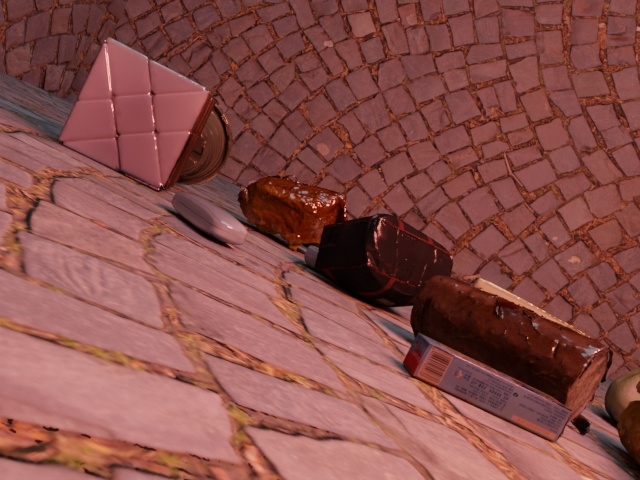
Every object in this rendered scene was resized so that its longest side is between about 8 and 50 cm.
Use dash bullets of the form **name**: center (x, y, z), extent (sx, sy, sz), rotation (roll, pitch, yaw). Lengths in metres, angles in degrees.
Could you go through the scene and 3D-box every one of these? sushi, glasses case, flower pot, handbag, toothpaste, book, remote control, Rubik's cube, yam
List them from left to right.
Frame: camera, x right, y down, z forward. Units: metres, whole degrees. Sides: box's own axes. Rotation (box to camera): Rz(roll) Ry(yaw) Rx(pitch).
- **Rubik's cube**: center (-0.364, -0.248, 1.352), extent (0.231, 0.221, 0.224), rotation (26, 3, -9)
- **flower pot**: center (-0.326, -0.233, 1.551), extent (0.235, 0.235, 0.140), rotation (26, 14, -8)
- **glasses case**: center (-0.177, -0.036, 1.049), extent (0.067, 0.045, 0.178), rotation (25, 3, -41)
- **sushi**: center (-0.056, -0.053, 1.508), extent (0.296, 0.179, 0.167), rotation (12, 26, 4)
- **remote control**: center (0.065, 0.068, 1.360), extent (0.244, 0.047, 0.087), rotation (24, 1, -38)
- **handbag**: center (0.113, 0.041, 1.227), extent (0.215, 0.155, 0.169), rotation (25, -16, -34)
- **toothpaste**: center (0.191, 0.168, 0.775), extent (0.193, 0.044, 0.070), rotation (27, 4, -10)
- **yam**: center (0.254, 0.147, 0.923), extent (0.131, 0.131, 0.280), rotation (24, 1, -44)
- **book**: center (0.397, 0.188, 1.353), extent (0.239, 0.035, 0.352), rotation (29, -15, 14)

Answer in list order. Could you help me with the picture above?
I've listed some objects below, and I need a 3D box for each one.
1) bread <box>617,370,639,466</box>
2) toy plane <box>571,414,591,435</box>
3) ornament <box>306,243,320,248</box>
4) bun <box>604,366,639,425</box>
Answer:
- **bread**: center (0.516, 0.266, 0.793), extent (0.236, 0.165, 0.375), rotation (23, 2, 16)
- **toy plane**: center (0.318, 0.219, 0.997), extent (0.078, 0.053, 0.197), rotation (34, 1, -23)
- **ornament**: center (0.000, 0.000, 1.790), extent (0.230, 0.061, 0.245), rotation (31, 3, 26)
- **bun**: center (0.698, 0.319, 1.246), extent (0.293, 0.187, 0.293), rotation (25, 5, -3)
